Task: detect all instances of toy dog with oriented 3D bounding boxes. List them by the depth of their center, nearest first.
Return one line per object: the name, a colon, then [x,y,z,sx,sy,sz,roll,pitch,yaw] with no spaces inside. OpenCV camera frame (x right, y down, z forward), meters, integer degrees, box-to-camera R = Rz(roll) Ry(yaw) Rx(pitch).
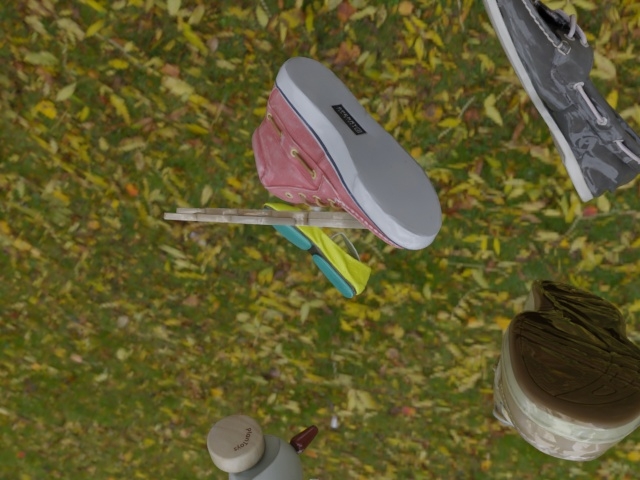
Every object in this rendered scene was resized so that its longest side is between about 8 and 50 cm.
toy dog: [-0.025,0.377,1.111,0.160,0.334,0.220,-27,152,-14]

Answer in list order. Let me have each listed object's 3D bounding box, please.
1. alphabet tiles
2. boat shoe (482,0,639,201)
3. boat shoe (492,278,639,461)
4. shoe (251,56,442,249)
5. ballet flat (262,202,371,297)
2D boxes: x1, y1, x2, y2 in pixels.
alphabet tiles: [-0.046,-0.030,1.017,0.284,0.021,0.278,3,-179,38]
boat shoe: [0.268,-0.170,0.844,0.095,0.112,0.335,-26,134,19]
boat shoe: [0.184,0.109,0.614,0.109,0.302,0.098,21,104,11]
shoe: [0.013,-0.046,0.574,0.063,0.178,0.081,-13,147,-40]
ballet flat: [0.000,0.000,1.382,0.231,0.077,0.077,45,161,-10]
